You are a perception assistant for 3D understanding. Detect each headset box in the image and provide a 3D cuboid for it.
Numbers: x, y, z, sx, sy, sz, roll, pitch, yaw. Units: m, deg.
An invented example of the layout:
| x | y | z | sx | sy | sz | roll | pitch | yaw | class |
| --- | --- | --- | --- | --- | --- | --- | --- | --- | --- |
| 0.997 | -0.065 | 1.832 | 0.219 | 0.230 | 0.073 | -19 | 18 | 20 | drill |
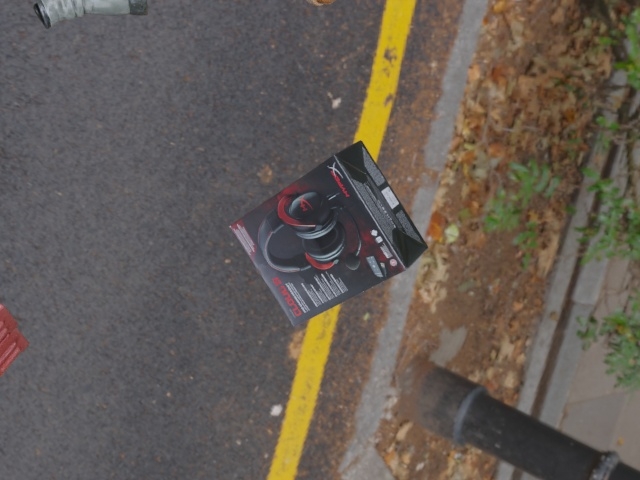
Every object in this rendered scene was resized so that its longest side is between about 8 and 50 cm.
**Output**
| x | y | z | sx | sy | sz | roll | pitch | yaw | class |
| --- | --- | --- | --- | --- | --- | --- | --- | --- | --- |
| 0.000 | 0.000 | 1.214 | 0.218 | 0.293 | 0.110 | 58 | 35 | -3 | headset box |

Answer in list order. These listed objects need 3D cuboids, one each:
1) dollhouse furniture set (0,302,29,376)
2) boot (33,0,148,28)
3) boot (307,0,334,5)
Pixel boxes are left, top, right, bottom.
| x | y | z | sx | sy | sz | roll | pitch | yaw | class |
| --- | --- | --- | --- | --- | --- | --- | --- | --- | --- |
| -0.594 | 0.204 | 0.908 | 0.374 | 0.201 | 0.152 | -57 | 170 | -31 | dollhouse furniture set |
| -0.339 | -0.418 | 0.987 | 0.161 | 0.083 | 0.247 | -9 | 75 | -14 | boot |
| 0.061 | -0.264 | 0.576 | 0.197 | 0.152 | 0.073 | 97 | 13 | -54 | boot |
